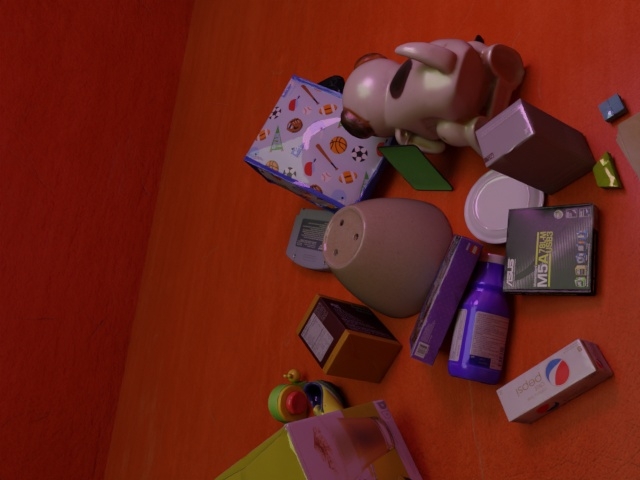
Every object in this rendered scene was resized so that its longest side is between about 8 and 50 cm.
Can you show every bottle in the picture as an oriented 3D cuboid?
[{"bbox_3d":[0.360,0.172,1.386,0.092,0.118,0.282,-5,71,61],"label":"bottle"}]

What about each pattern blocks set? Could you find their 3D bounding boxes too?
[{"bbox_3d":[0.669,-0.186,1.209,0.285,0.026,0.324,-26,55,45],"label":"pattern blocks set"}]

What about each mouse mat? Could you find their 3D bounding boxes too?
[{"bbox_3d":[0.250,-0.190,1.648,0.153,0.190,0.007,8,63,54],"label":"mouse mat"}]

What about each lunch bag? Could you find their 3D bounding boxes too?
[{"bbox_3d":[0.025,-0.270,1.903,0.386,0.239,0.327,25,86,27],"label":"lunch bag"}]

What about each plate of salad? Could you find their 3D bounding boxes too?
[{"bbox_3d":[0.432,-0.084,1.468,0.200,0.048,0.199,-19,59,36],"label":"plate of salad"}]

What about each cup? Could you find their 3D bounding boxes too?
[{"bbox_3d":[0.145,0.021,1.645,0.331,0.237,0.330,-28,53,45],"label":"cup"}]

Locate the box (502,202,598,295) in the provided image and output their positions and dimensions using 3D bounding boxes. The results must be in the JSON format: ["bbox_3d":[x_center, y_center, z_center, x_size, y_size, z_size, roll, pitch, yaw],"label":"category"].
[{"bbox_3d":[0.485,0.021,1.319,0.184,0.045,0.190,-1,74,38],"label":"box"}]

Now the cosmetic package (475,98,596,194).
[{"bbox_3d":[0.456,-0.192,1.317,0.127,0.238,0.107,-36,48,39],"label":"cosmetic package"}]

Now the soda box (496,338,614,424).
[{"bbox_3d":[0.461,0.284,1.241,0.216,0.069,0.073,-45,43,32],"label":"soda box"}]

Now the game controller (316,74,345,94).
[{"bbox_3d":[-0.025,-0.464,2.200,0.319,0.067,0.166,-11,80,52],"label":"game controller"}]

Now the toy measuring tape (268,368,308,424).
[{"bbox_3d":[-0.105,0.547,1.853,0.121,0.121,0.329,-16,62,50],"label":"toy measuring tape"}]

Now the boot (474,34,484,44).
[{"bbox_3d":[0.395,-0.502,1.722,0.114,0.037,0.106,-10,64,56],"label":"boot"}]

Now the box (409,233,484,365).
[{"bbox_3d":[0.289,0.130,1.459,0.201,0.057,0.293,-23,-45,-82],"label":"box"}]

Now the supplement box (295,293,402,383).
[{"bbox_3d":[0.073,0.262,1.672,0.129,0.191,0.194,-61,37,14],"label":"supplement box"}]

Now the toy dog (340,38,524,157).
[{"bbox_3d":[0.235,-0.352,1.577,0.408,0.396,0.284,8,90,46],"label":"toy dog"}]

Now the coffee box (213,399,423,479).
[{"bbox_3d":[0.008,0.610,1.413,0.338,0.334,0.337,-45,59,33],"label":"coffee box"}]

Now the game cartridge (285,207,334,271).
[{"bbox_3d":[0.000,0.000,2.013,0.297,0.062,0.198,11,88,55],"label":"game cartridge"}]

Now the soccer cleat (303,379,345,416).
[{"bbox_3d":[0.037,0.491,1.678,0.093,0.121,0.289,-58,37,18],"label":"soccer cleat"}]
